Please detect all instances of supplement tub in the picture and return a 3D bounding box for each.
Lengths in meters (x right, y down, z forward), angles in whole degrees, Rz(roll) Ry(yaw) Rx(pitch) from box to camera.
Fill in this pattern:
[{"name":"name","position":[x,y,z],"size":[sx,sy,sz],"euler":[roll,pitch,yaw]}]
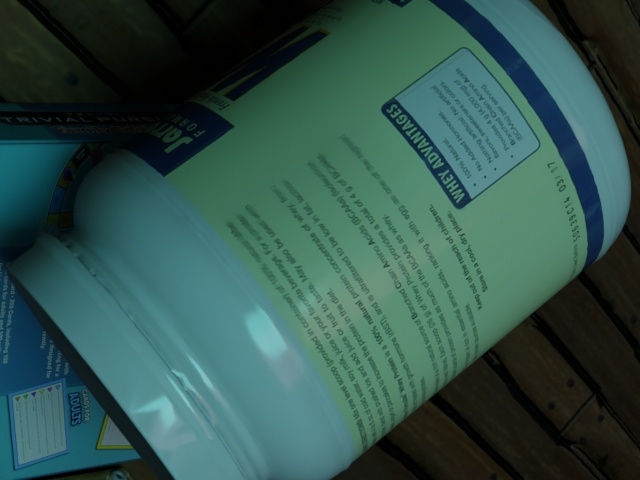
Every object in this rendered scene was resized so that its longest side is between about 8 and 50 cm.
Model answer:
[{"name":"supplement tub","position":[0.000,0.000,0.789],"size":[0.325,0.235,0.235],"euler":[-37,131,-15]}]

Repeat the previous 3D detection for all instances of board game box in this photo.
[{"name":"board game box","position":[-0.161,0.034,0.901],"size":[0.336,0.079,0.253],"euler":[-4,115,-35]}]

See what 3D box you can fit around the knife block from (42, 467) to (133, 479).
[{"name":"knife block","position":[-0.265,0.291,0.952],"size":[0.276,0.088,0.242],"euler":[3,130,-55]}]
